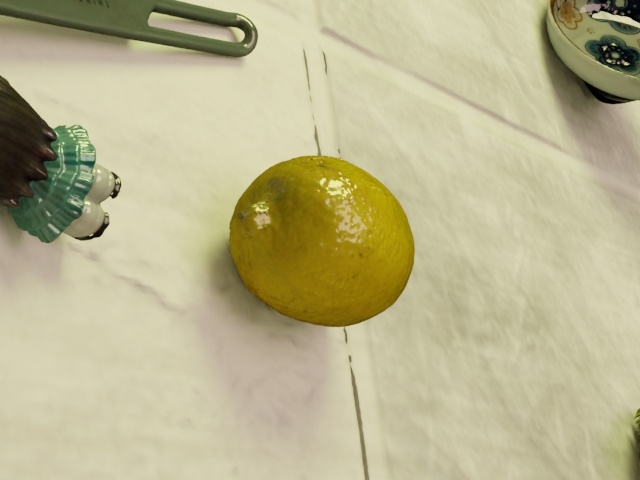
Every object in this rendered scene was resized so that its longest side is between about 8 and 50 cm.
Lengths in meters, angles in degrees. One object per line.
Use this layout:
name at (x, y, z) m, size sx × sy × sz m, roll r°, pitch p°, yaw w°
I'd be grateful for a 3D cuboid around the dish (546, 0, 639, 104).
dish at (0.238, -0.144, 1.079) m, size 0.141 × 0.078 × 0.141 m, roll 7°, pitch 47°, yaw -8°

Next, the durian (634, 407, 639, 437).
durian at (0.290, 0.152, 0.953) m, size 0.215 × 0.100 × 0.086 m, roll 10°, pitch 67°, yaw -45°

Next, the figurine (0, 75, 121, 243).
figurine at (-0.124, -0.029, 0.523) m, size 0.106 × 0.047 × 0.060 m, roll 33°, pitch 87°, yaw -49°

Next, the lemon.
lemon at (0.000, 0.000, 0.647) m, size 0.110 × 0.082 × 0.082 m, roll 25°, pitch 52°, yaw -55°

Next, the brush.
brush at (-0.109, -0.103, 0.605) m, size 0.266 × 0.027 × 0.062 m, roll -2°, pitch 74°, yaw -59°
